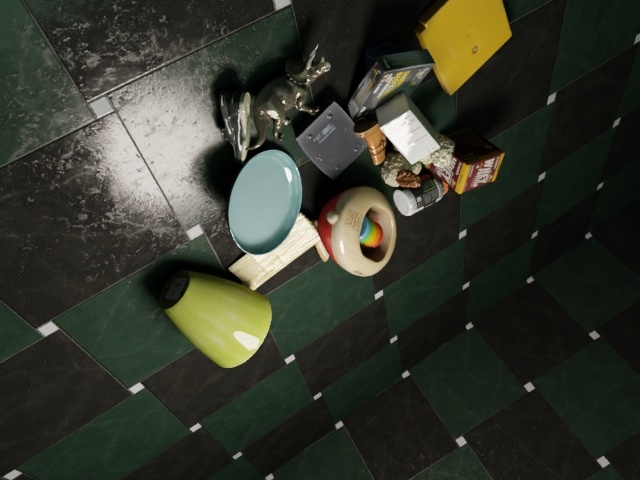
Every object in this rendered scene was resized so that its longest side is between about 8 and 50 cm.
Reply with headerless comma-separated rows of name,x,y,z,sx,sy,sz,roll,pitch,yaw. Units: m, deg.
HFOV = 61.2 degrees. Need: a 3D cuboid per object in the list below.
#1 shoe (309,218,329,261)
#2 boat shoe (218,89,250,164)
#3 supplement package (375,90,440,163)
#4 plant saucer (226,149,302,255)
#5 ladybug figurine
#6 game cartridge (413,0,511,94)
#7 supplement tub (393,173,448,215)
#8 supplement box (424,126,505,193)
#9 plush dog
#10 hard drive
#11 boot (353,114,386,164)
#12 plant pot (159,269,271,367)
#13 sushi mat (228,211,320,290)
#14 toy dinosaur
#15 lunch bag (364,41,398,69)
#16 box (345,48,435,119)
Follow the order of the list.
shoe,0.000,0.000,1.933,0.058,0.076,0.219,-30,140,-5
boat shoe,-0.227,-0.300,1.442,0.079,0.084,0.233,7,142,1
supplement package,0.262,-0.337,1.622,0.105,0.105,0.179,-30,131,26
plant saucer,-0.170,-0.113,1.604,0.318,0.044,0.317,-26,123,-48
ladybug figurine,0.122,-0.036,1.886,0.449,0.162,0.305,30,74,-58
game cartridge,0.450,-0.656,1.690,0.285,0.052,0.324,-44,141,5
supplement tub,0.383,-0.181,2.056,0.190,0.117,0.117,-26,141,-18
supplement box,0.530,-0.299,2.001,0.191,0.194,0.129,-20,139,-26
plush dog,0.290,-0.283,1.817,0.211,0.262,0.225,31,96,-18
hard drive,0.030,-0.309,1.661,0.172,0.054,0.255,-44,144,5
boot,0.165,-0.308,1.691,0.197,0.073,0.152,-43,135,-49
plant pot,-0.356,0.221,1.725,0.275,0.275,0.293,-45,127,6
sushi mat,-0.149,0.041,1.838,0.317,0.019,0.151,-37,130,7
toy dinosaur,-0.108,-0.373,1.443,0.314,0.121,0.160,-38,133,-1
lunch bag,0.179,-0.532,1.553,0.098,0.067,0.065,-23,140,-22
box,0.199,-0.453,1.581,0.183,0.056,0.231,-18,166,-28
